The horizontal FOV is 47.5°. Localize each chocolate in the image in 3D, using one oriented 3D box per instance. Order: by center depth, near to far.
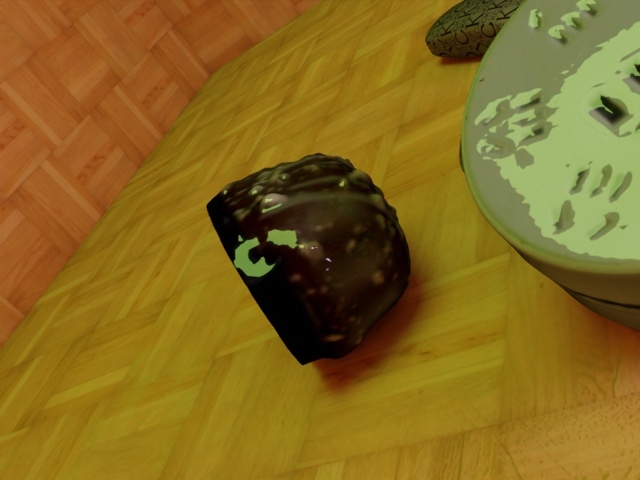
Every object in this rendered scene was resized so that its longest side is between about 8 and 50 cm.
[{"bbox_3d":[0.000,0.000,0.949,0.210,0.225,0.340,-32,24,-3],"label":"chocolate"}]

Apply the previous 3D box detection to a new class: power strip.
[{"bbox_3d":[0.293,-0.106,0.619,0.357,0.161,0.358,-23,52,33],"label":"power strip"}]

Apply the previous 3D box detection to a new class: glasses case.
[{"bbox_3d":[0.323,-0.406,1.339,0.137,0.085,0.354,-44,24,-12],"label":"glasses case"}]

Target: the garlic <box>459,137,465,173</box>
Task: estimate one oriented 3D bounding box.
[{"bbox_3d":[0.250,-0.135,0.942,0.143,0.112,0.318,-54,21,22],"label":"garlic"}]
